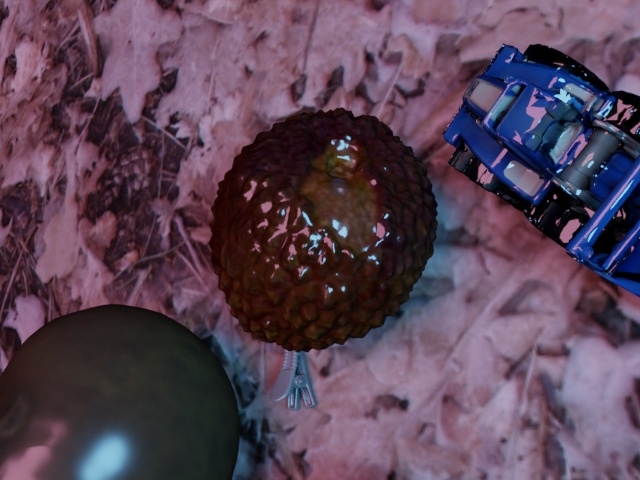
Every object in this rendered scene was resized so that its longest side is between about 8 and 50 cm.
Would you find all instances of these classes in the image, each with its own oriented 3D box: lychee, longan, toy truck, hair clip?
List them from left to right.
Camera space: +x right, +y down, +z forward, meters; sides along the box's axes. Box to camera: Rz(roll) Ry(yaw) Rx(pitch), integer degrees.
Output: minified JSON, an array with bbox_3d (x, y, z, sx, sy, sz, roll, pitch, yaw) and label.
[{"bbox_3d":[-0.187,0.176,0.590,0.248,0.248,0.248,-8,76,34],"label":"longan"},{"bbox_3d":[-0.030,0.096,0.627,0.030,0.039,0.114,-16,69,27],"label":"hair clip"},{"bbox_3d":[0.000,0.000,0.547,0.188,0.188,0.188,-8,76,34],"label":"lychee"},{"bbox_3d":[0.180,-0.050,0.450,0.208,0.126,0.113,42,105,33],"label":"toy truck"}]
